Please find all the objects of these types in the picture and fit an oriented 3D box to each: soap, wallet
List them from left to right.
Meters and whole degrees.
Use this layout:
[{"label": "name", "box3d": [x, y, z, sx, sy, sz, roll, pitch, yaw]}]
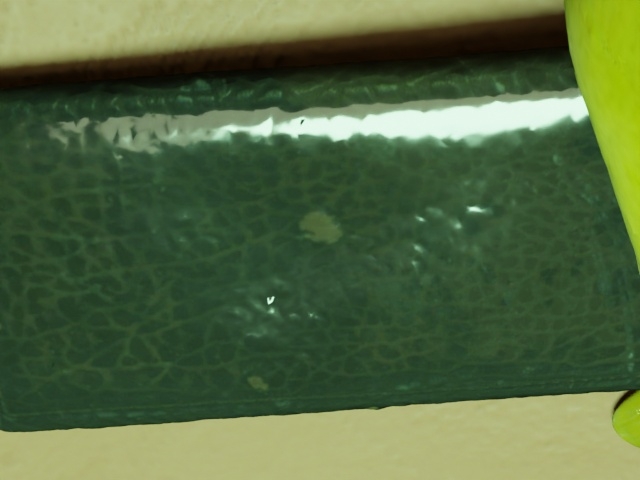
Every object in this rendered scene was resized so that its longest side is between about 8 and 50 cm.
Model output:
[{"label": "wallet", "box3d": [0.000, 0.000, 0.707, 0.321, 0.044, 0.170, -4, 124, 7]}, {"label": "soap", "box3d": [0.169, 0.065, 0.768, 0.034, 0.012, 0.089, 31, 119, -20]}]

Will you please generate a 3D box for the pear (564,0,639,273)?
[{"label": "pear", "box3d": [0.272, -0.078, 0.468, 0.418, 0.362, 0.362, -10, 129, 41]}]
